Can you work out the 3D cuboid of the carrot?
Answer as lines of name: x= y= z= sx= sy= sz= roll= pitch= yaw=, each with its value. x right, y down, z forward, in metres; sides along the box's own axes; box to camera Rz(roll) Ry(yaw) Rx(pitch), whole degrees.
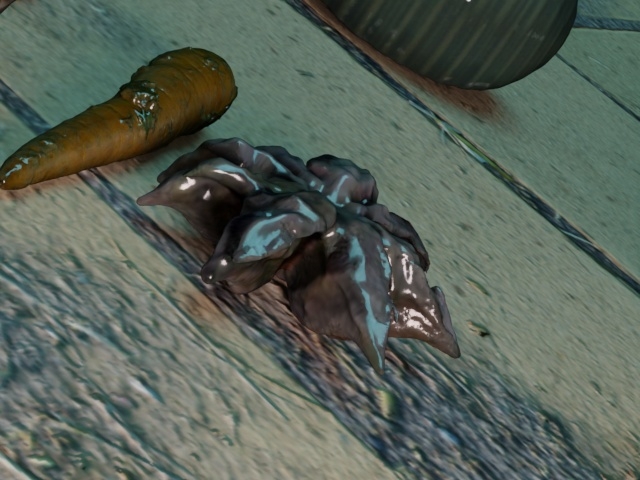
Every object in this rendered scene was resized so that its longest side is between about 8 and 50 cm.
carrot: x=-0.101 y=-0.060 z=0.892 sx=0.049 sy=0.049 sz=0.254 roll=37 pitch=24 yaw=6

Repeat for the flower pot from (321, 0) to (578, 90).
flower pot: x=0.095 y=-0.225 z=1.406 sx=0.243 sy=0.157 sz=0.189 roll=33 pitch=18 yaw=-11

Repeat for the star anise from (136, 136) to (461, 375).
star anise: x=0.000 y=0.000 z=0.874 sx=0.180 sy=0.061 sz=0.204 roll=45 pitch=21 yaw=25

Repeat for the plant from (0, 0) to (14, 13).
plant: x=-0.251 y=-0.260 z=0.851 sx=0.213 sy=0.215 sz=0.312 roll=3 pitch=33 yaw=-50
